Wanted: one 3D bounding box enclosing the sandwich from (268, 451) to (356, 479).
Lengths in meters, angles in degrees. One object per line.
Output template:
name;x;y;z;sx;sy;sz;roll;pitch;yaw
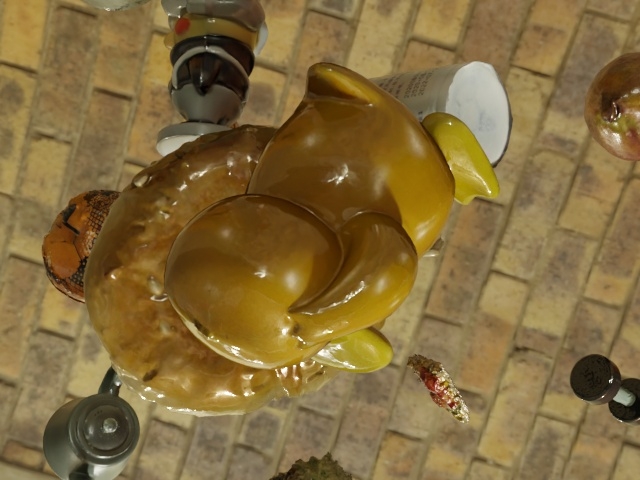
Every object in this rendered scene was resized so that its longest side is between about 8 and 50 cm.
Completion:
sandwich;0.028;0.418;1.050;0.131;0.262;0.325;-31;-177;-11

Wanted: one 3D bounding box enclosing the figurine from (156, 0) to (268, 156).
figurine;-0.137;-0.219;1.046;0.176;0.132;0.237;93;-1;-77

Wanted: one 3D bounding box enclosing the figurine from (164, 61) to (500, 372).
figurine;0.001;-0.010;0.582;0.215;0.215;0.228;105;7;-76

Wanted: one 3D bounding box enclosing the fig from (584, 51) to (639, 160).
fig;0.654;-0.274;1.675;0.263;0.223;0.224;33;73;-72

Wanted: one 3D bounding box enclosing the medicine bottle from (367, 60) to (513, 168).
medicine bottle;0.159;-0.211;1.484;0.332;0.190;0.190;2;-110;47

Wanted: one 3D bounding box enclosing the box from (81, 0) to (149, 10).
box;-0.339;-0.494;1.270;0.149;0.226;0.226;51;55;-85

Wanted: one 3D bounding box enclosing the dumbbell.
dumbbell;0.601;0.308;1.662;0.100;0.191;0.100;-31;-136;35

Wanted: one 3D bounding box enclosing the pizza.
pizza;0.132;0.172;0.989;0.099;0.029;0.100;35;-23;56

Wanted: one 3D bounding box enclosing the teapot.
teapot;-0.387;0.328;1.429;0.149;0.162;0.239;-41;-147;52

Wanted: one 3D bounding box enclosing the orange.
orange;-0.431;0.016;1.608;0.182;0.234;0.235;39;65;-61

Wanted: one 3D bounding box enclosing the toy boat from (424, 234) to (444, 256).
toy boat;0.150;-0.016;1.366;0.188;0.116;0.061;-35;127;-78

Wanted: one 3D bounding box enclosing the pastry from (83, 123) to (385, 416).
pastry;-0.078;0.030;0.843;0.285;0.315;0.184;63;-8;-4
